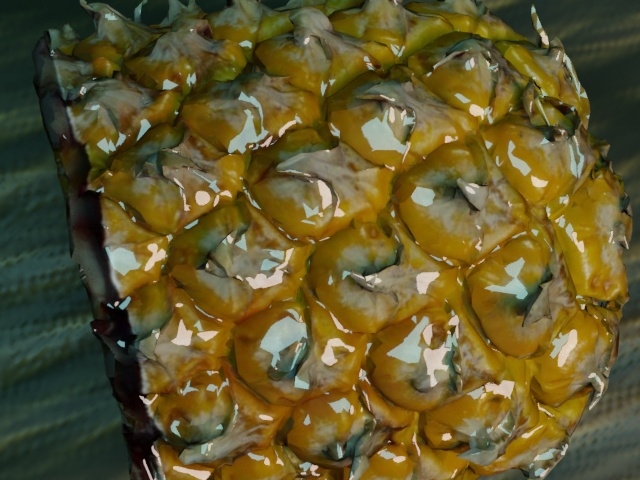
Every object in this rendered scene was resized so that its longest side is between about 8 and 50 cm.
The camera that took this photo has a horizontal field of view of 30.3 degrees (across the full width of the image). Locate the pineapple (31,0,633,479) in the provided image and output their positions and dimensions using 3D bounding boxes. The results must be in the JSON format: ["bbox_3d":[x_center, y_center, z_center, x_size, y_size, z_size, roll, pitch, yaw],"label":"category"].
[{"bbox_3d":[0.001,0.003,0.692,0.300,0.352,0.352,-11,82,-15],"label":"pineapple"}]
